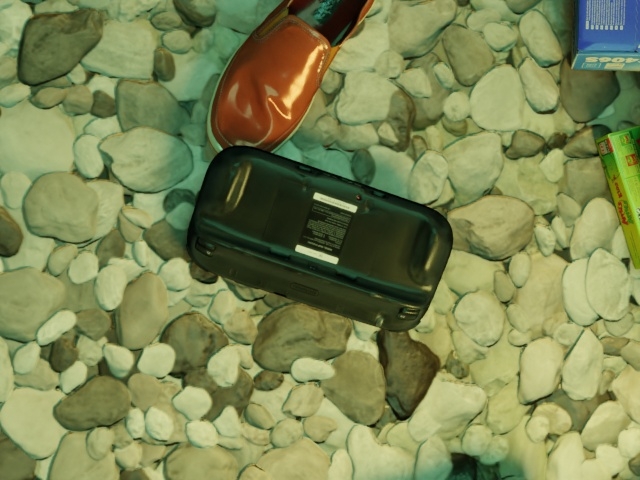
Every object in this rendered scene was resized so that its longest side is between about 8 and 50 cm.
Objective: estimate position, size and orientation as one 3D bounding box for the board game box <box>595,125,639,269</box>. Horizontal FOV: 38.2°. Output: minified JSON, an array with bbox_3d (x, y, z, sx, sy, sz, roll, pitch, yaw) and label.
[{"bbox_3d":[0.438,-0.062,1.221,0.092,0.043,0.181,-16,87,-9],"label":"board game box"}]

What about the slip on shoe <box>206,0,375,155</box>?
[{"bbox_3d":[-0.032,-0.238,1.151,0.123,0.101,0.331,36,83,-4],"label":"slip on shoe"}]

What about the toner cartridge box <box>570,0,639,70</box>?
[{"bbox_3d":[0.421,-0.401,1.216,0.165,0.075,0.348,3,84,10],"label":"toner cartridge box"}]

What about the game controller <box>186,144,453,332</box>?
[{"bbox_3d":[0.000,0.000,1.139,0.319,0.067,0.167,19,96,-6],"label":"game controller"}]
